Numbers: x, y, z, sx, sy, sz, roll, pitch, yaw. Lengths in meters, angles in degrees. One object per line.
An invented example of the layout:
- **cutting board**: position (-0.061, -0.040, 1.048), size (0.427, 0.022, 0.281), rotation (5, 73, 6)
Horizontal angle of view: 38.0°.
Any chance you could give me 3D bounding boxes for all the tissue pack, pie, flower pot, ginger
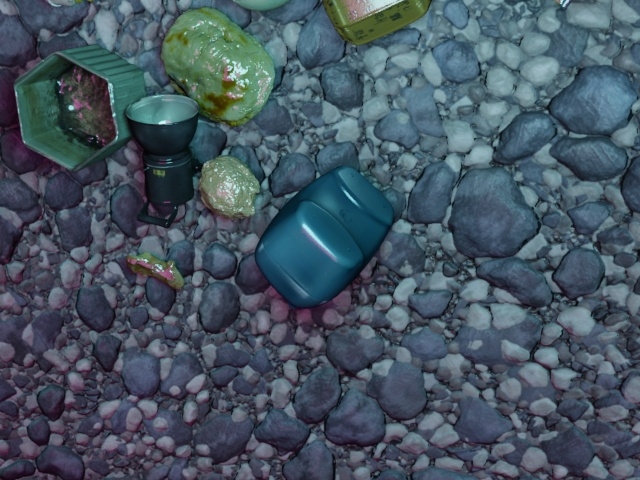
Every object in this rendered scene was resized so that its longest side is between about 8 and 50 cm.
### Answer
- **tissue pack**: position (0.000, 0.000, 1.819), size (0.198, 0.287, 0.206), rotation (44, 126, -4)
- **pie**: position (-0.213, -0.339, 1.864), size (0.248, 0.090, 0.201), rotation (39, 113, 2)
- **flower pot**: position (-0.477, -0.271, 1.884), size (0.209, 0.189, 0.239), rotation (-2, 104, 12)
- **ginger**: position (-0.358, 0.062, 2.037), size (0.137, 0.044, 0.057), rotation (24, 80, -3)

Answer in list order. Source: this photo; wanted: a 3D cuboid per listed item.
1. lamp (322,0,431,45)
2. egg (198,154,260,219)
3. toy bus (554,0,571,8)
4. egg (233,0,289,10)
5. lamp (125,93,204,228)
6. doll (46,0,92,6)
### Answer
- **lamp**: position (0.105, -0.458, 1.733), size (0.185, 0.161, 0.161), rotation (-20, 101, 18)
- **egg**: position (-0.188, -0.107, 1.913), size (0.118, 0.116, 0.140), rotation (-15, 104, 44)
- **toy bus**: position (0.333, -0.561, 1.635), size (0.323, 0.194, 0.162), rotation (32, 110, -3)
- **egg**: position (-0.105, -0.500, 1.780), size (0.152, 0.114, 0.114), rotation (-23, 101, 10)
- **lamp**: position (-0.304, -0.165, 1.879), size (0.147, 0.172, 0.227), rotation (13, 125, 21)
- **doll**: position (-0.527, -0.510, 1.878), size (0.127, 0.084, 0.073), rotation (4, 106, 3)
